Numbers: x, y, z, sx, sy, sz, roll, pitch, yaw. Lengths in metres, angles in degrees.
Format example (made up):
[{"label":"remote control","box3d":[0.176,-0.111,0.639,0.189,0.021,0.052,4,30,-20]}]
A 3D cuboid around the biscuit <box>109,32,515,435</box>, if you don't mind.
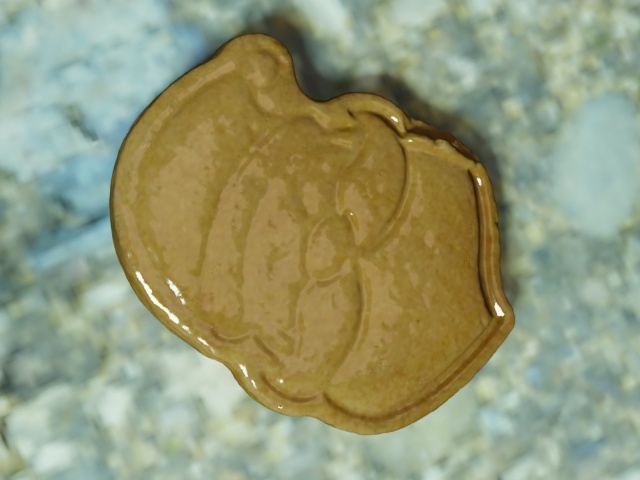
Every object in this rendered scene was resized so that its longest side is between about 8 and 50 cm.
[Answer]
[{"label":"biscuit","box3d":[0.000,0.000,0.518,0.130,0.019,0.102,34,77,-13]}]
